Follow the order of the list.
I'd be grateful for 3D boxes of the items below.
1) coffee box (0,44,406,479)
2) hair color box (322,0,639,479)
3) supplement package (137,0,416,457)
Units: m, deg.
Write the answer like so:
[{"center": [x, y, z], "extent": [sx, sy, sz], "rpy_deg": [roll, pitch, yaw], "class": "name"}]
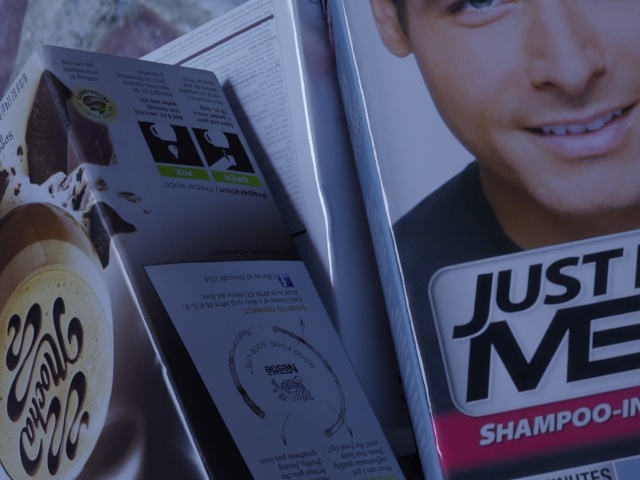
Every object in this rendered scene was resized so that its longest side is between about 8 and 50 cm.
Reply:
[{"center": [-0.087, 0.071, 0.868], "extent": [0.168, 0.119, 0.297], "rpy_deg": [-50, 53, 34], "class": "coffee box"}, {"center": [0.115, -0.032, 0.833], "extent": [0.185, 0.113, 0.374], "rpy_deg": [-11, 73, -2], "class": "hair color box"}, {"center": [0.000, 0.000, 0.973], "extent": [0.139, 0.134, 0.244], "rpy_deg": [-20, 72, 42], "class": "supplement package"}]
